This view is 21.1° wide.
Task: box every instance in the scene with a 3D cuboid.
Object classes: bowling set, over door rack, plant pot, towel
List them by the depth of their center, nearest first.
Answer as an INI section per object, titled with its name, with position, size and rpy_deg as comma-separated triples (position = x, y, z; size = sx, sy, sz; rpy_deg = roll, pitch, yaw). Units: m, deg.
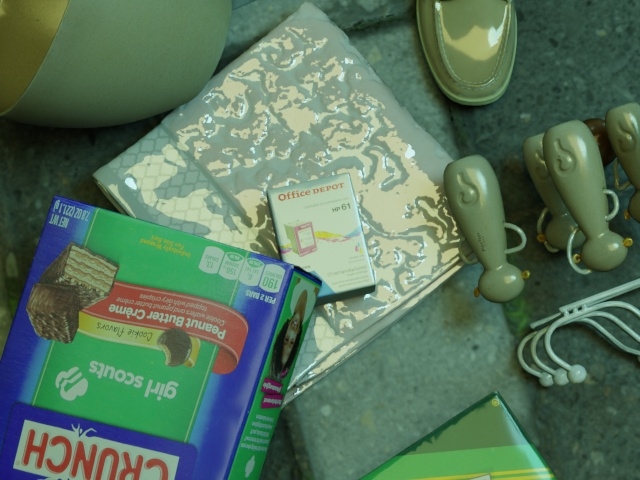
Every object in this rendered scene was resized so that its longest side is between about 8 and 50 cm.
[over door rack]
position = 0.356, 0.050, 1.682
size = 0.324, 0.239, 0.108
rpy_deg = -32, 85, -4
[bowling set]
position = 0.290, -0.051, 1.744
size = 0.287, 0.200, 0.154
rpy_deg = -18, 89, 31
[plant pot]
position = -0.204, -0.233, 1.765
size = 0.191, 0.284, 0.284
rpy_deg = 18, 76, -26
[towel]
position = -0.025, -0.041, 1.808
size = 0.317, 0.053, 0.332
rpy_deg = -38, 81, -8

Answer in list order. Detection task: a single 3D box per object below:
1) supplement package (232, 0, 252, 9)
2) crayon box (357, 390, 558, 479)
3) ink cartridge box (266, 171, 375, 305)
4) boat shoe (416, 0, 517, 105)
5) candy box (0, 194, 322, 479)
[supplement package]
position = -0.087, -0.400, 1.848
size = 0.139, 0.134, 0.244
rpy_deg = -23, 78, -5
[crayon box]
position = 0.141, 0.385, 1.679
size = 0.313, 0.106, 0.363
rpy_deg = -32, 79, -7
[ink cartridge box]
position = 0.000, 0.000, 1.746
size = 0.089, 0.052, 0.122
rpy_deg = -13, 78, -2
[boat shoe]
position = 0.159, -0.297, 1.842
size = 0.109, 0.098, 0.302
rpy_deg = 1, 77, 0
[candy box]
position = -0.177, 0.145, 1.679
size = 0.268, 0.122, 0.317
rpy_deg = 16, 87, 19
